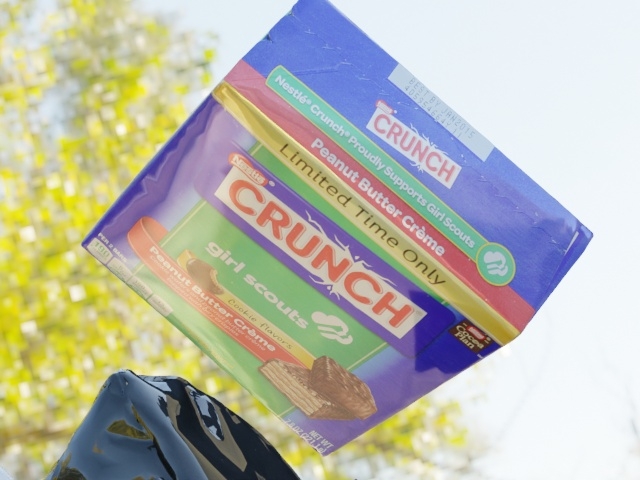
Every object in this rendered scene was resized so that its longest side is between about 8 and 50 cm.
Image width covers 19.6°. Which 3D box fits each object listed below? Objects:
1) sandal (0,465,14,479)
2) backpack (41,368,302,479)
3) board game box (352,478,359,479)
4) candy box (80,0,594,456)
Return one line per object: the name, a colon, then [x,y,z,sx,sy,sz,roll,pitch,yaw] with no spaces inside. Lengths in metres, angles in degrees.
sandal: [-0.170,0.127,0.528,0.265,0.102,0.076,-34,3,43]
backpack: [-0.108,0.281,0.931,0.355,0.290,0.273,-41,-23,12]
board game box: [0.015,0.211,1.314,0.090,0.020,0.090,-22,30,-27]
candy box: [0.000,0.000,1.367,0.122,0.268,0.317,-52,6,-34]
